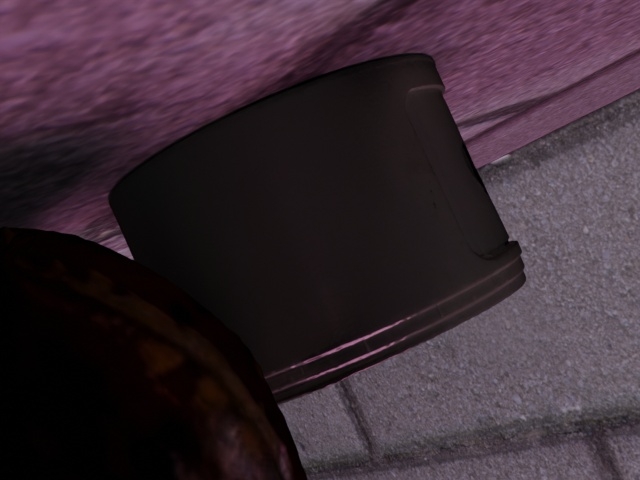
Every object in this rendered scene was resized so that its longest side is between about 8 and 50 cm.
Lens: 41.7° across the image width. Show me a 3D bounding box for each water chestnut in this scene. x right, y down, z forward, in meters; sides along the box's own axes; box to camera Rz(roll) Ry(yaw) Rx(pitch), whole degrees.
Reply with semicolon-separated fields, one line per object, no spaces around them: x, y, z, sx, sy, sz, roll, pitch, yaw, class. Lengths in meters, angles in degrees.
-0.164;0.141;0.415;0.335;0.335;0.347;-24;-170;7;water chestnut

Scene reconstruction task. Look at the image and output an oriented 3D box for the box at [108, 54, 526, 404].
0.000;0.000;0.541;0.226;0.149;0.226;-24;178;-1;box
